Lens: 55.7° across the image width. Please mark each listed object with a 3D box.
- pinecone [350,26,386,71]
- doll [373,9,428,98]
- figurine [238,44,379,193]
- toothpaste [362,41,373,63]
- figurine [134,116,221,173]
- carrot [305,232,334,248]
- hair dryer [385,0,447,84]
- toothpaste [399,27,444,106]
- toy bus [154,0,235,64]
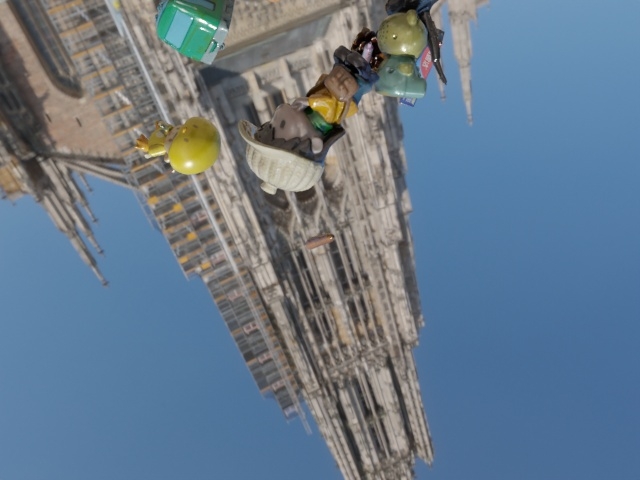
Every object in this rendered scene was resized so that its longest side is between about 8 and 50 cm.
[{"bbox_3d":[0.213,-0.735,2.432,0.202,0.229,0.201,8,-168,-15],"label":"pinecone"},{"bbox_3d":[0.254,-0.590,1.924,0.161,0.261,0.177,3,-166,-14],"label":"doll"},{"bbox_3d":[-0.013,-0.242,1.291,0.332,0.205,0.185,-35,-147,-5],"label":"figurine"},{"bbox_3d":[0.147,-0.590,1.990,0.045,0.170,0.028,-23,-108,-15],"label":"toothpaste"},{"bbox_3d":[-0.508,-0.355,2.188,0.343,0.187,0.215,19,-105,39],"label":"figurine"},{"bbox_3d":[0.000,0.000,2.039,0.043,0.043,0.248,-33,-174,-19],"label":"carrot"},{"bbox_3d":[0.385,-0.686,1.955,0.303,0.360,0.120,-13,-168,34],"label":"hair dryer"},{"bbox_3d":[0.371,-0.635,2.240,0.066,0.320,0.076,17,-123,-1],"label":"toothpaste"},{"bbox_3d":[-0.343,-0.694,1.719,0.199,0.183,0.344,18,-121,-22],"label":"toy bus"}]
